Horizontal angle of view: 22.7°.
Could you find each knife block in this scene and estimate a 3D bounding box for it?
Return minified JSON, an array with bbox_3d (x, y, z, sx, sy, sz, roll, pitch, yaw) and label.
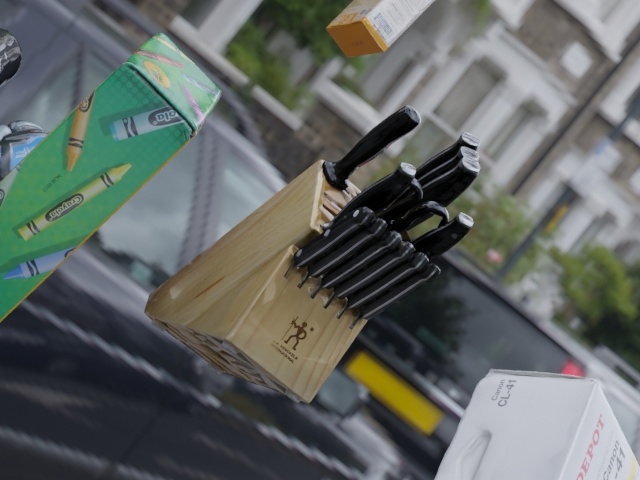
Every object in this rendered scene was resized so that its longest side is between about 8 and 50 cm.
[{"bbox_3d":[0.000,0.000,1.256,0.088,0.242,0.276,41,-14,-22],"label":"knife block"}]

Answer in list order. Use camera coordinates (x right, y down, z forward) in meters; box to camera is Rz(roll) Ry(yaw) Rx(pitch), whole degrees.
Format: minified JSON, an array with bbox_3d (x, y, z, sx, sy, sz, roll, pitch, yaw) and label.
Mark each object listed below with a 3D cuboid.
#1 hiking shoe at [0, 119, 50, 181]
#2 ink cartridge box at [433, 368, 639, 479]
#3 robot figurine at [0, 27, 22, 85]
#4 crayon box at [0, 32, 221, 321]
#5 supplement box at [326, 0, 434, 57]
[{"bbox_3d":[-0.347,-0.043,1.603,0.132,0.113,0.304,12,33,32],"label":"hiking shoe"},{"bbox_3d":[0.227,0.307,1.537,0.131,0.226,0.306,1,-42,34],"label":"ink cartridge box"},{"bbox_3d":[-0.319,-0.103,0.993,0.209,0.173,0.278,35,13,-4],"label":"robot figurine"},{"bbox_3d":[-0.213,-0.042,1.318,0.081,0.278,0.165,46,13,-9],"label":"crayon box"},{"bbox_3d":[0.060,-0.205,1.384,0.036,0.098,0.062,52,-24,-21],"label":"supplement box"}]
